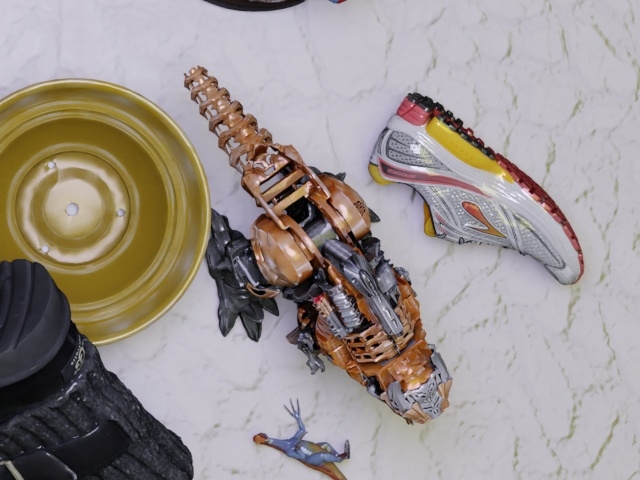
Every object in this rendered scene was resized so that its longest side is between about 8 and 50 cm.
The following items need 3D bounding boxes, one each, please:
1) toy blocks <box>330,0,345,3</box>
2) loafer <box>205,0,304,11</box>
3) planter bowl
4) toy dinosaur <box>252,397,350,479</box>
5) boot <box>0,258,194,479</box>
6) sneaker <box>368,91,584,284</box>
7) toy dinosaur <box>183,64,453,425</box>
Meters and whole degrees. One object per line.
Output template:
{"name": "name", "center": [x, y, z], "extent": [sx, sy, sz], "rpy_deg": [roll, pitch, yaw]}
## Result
{"name": "toy blocks", "center": [-0.017, -0.375, 1.565], "extent": [0.261, 0.191, 0.381], "rpy_deg": [28, 61, -16]}
{"name": "loafer", "center": [-0.100, -0.244, 1.609], "extent": [0.220, 0.078, 0.080], "rpy_deg": [11, 88, -14]}
{"name": "planter bowl", "center": [-0.202, -0.024, 1.577], "extent": [0.217, 0.090, 0.217], "rpy_deg": [0, 93, -9]}
{"name": "toy dinosaur", "center": [-0.016, 0.185, 1.661], "extent": [0.082, 0.047, 0.090], "rpy_deg": [-4, 103, 4]}
{"name": "boot", "center": [-0.299, 0.152, 1.537], "extent": [0.260, 0.348, 0.131], "rpy_deg": [61, 32, -45]}
{"name": "sneaker", "center": [0.138, -0.032, 1.683], "extent": [0.225, 0.088, 0.093], "rpy_deg": [37, 103, -12]}
{"name": "toy dinosaur", "center": [0.000, 0.000, 1.568], "extent": [0.164, 0.218, 0.322], "rpy_deg": [-14, 94, -13]}
